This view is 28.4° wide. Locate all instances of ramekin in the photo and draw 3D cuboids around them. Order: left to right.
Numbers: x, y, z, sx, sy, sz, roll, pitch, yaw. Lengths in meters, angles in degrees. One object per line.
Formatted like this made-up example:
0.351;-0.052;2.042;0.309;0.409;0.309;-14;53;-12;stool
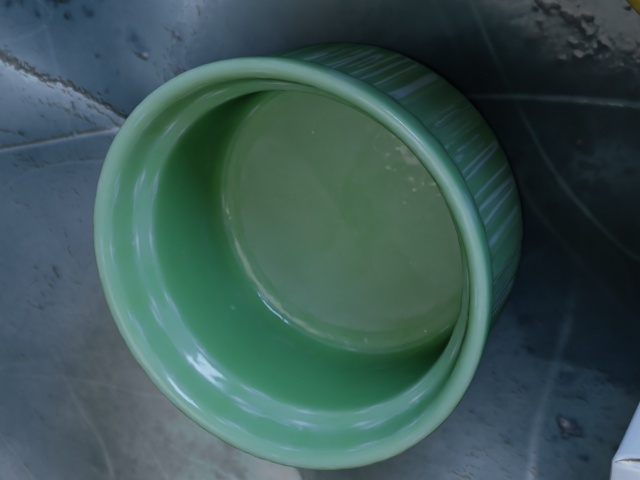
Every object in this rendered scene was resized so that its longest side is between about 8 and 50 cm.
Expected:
0.000;0.000;0.929;0.304;0.148;0.303;10;113;23;ramekin

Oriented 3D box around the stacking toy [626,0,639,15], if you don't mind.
0.249;-0.220;0.679;0.351;0.350;0.479;-3;127;28;stacking toy

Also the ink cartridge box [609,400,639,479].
0.258;0.163;0.784;0.117;0.283;0.207;9;113;23;ink cartridge box
